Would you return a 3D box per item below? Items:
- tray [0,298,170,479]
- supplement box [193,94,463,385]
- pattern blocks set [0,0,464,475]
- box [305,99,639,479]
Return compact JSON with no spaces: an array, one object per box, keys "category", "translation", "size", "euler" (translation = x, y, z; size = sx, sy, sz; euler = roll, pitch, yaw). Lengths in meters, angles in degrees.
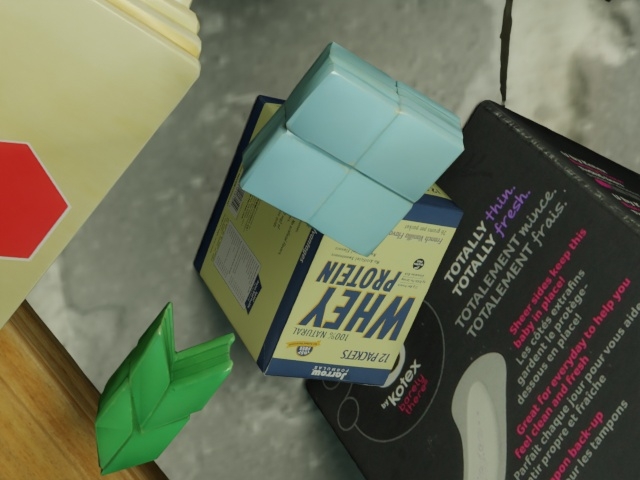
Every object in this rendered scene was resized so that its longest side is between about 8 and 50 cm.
[{"category":"tray","translation":[-0.151,0.164,0.585],"size":[0.203,0.076,0.411],"euler":[-33,130,-4]},{"category":"supplement box","translation":[0.000,0.000,0.548],"size":[0.056,0.083,0.083],"euler":[8,116,-31]},{"category":"pattern blocks set","translation":[-0.140,-0.051,0.358],"size":[0.325,0.026,0.285],"euler":[39,117,-25]},{"category":"box","translation":[0.135,0.087,0.552],"size":[0.143,0.270,0.165],"euler":[21,109,-35]}]
